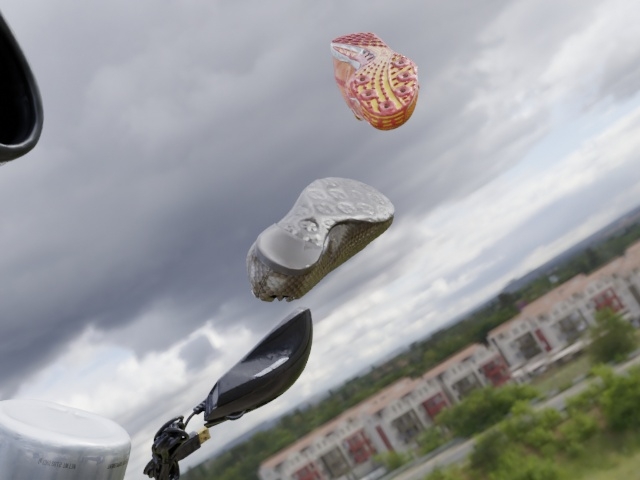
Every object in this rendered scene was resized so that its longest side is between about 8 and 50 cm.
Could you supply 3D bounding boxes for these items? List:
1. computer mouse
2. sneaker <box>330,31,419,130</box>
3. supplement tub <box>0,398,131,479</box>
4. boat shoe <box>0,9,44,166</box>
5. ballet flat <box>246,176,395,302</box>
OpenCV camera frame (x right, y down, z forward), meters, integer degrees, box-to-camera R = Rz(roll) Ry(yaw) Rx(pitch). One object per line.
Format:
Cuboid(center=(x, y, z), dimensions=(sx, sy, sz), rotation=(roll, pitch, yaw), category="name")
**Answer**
Cuboid(center=(-0.097, 0.196, 1.164), dimensions=(0.262, 0.060, 0.184), rotation=(-40, -13, -35), category="computer mouse")
Cuboid(center=(0.051, -0.130, 0.865), dimensions=(0.064, 0.067, 0.175), rotation=(-13, 29, -1), category="sneaker")
Cuboid(center=(-0.392, 0.401, 1.331), dimensions=(0.207, 0.207, 0.338), rotation=(8, -83, -77), category="supplement tub")
Cuboid(center=(-0.350, -0.237, 0.681), dimensions=(0.156, 0.500, 0.187), rotation=(-1, 43, 25), category="boat shoe")
Cuboid(center=(0.000, 0.000, 0.905), dimensions=(0.250, 0.084, 0.058), rotation=(-41, -24, -61), category="ballet flat")
